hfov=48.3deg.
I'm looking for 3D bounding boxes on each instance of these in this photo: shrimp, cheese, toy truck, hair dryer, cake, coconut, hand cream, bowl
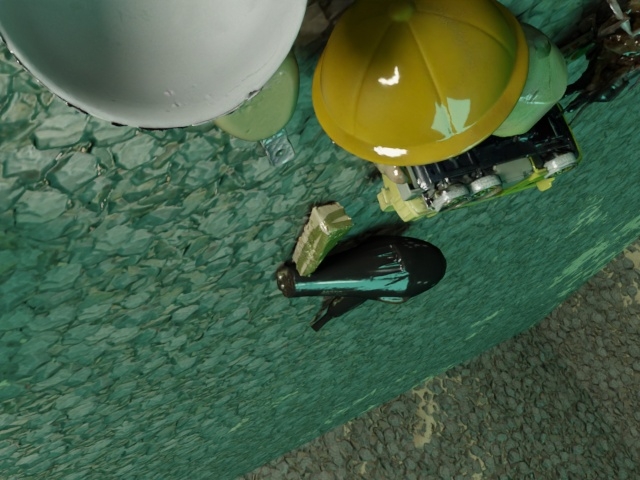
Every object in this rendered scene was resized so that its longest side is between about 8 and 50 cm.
[{"bbox_3d":[0.409,-0.262,0.923,0.343,0.116,0.145,-39,149,-14],"label":"shrimp"},{"bbox_3d":[-0.055,-0.121,0.702,0.097,0.037,0.192,-31,158,-3],"label":"cheese"},{"bbox_3d":[0.206,-0.104,0.975,0.272,0.124,0.157,-16,169,-23],"label":"toy truck"},{"bbox_3d":[0.026,0.106,1.253,0.303,0.120,0.359,-10,158,-29],"label":"hair dryer"},{"bbox_3d":[0.000,0.000,1.018,0.055,0.051,0.140,-22,158,-30],"label":"cake"},{"bbox_3d":[0.230,-0.194,0.844,0.116,0.116,0.122,-23,161,-25],"label":"coconut"},{"bbox_3d":[0.346,-0.259,0.989,0.165,0.037,0.057,-32,160,-20],"label":"hand cream"},{"bbox_3d":[-0.107,-0.163,0.434,0.189,0.189,0.086,-28,-162,-13],"label":"bowl"}]

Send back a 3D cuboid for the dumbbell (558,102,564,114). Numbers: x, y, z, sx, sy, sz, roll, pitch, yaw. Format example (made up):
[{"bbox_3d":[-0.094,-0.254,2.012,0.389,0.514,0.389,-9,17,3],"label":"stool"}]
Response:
[{"bbox_3d":[0.336,-0.206,1.058,0.052,0.046,0.118,-40,158,3],"label":"dumbbell"}]

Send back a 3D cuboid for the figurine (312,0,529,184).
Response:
[{"bbox_3d":[0.085,-0.150,0.677,0.192,0.167,0.257,-47,180,0],"label":"figurine"}]
